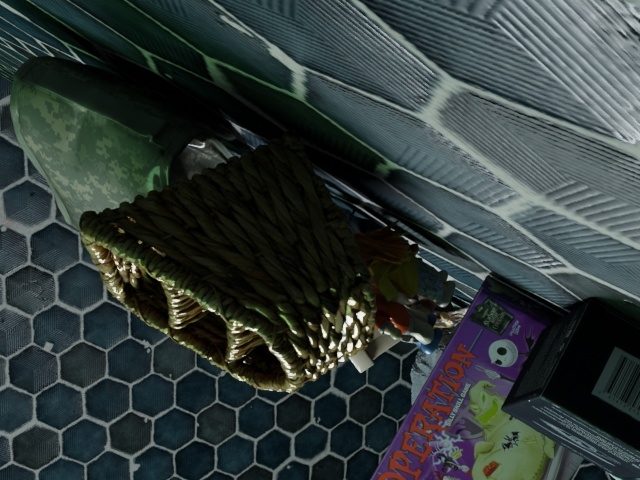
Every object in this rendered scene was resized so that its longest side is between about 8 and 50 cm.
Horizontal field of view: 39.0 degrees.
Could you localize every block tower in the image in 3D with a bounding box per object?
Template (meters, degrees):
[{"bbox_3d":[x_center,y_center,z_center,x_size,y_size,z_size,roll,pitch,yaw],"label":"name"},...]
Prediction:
[{"bbox_3d":[0.069,0.120,1.673,0.091,0.097,0.335,52,-172,-16],"label":"block tower"}]

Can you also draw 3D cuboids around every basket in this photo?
[{"bbox_3d":[-0.089,0.064,0.916,0.214,0.223,0.299,63,166,11],"label":"basket"}]

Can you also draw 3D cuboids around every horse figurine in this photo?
[{"bbox_3d":[0.145,0.080,1.572,0.263,0.066,0.174,32,171,0],"label":"horse figurine"}]

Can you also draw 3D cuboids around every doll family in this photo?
[{"bbox_3d":[0.062,0.011,1.089,0.163,0.118,0.263,24,-162,-29],"label":"doll family"}]

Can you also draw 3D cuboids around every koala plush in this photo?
[{"bbox_3d":[0.305,0.242,1.727,0.221,0.203,0.196,-21,-158,-33],"label":"koala plush"}]

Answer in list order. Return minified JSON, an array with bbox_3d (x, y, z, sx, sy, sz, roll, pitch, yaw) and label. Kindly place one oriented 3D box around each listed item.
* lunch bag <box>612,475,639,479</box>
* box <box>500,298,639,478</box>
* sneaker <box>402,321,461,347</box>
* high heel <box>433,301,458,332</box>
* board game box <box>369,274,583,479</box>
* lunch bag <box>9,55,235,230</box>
[{"bbox_3d":[0.520,0.323,1.248,0.223,0.160,0.262,30,171,-25],"label":"lunch bag"},{"bbox_3d":[0.287,0.156,0.908,0.153,0.108,0.207,30,169,6],"label":"box"},{"bbox_3d":[0.241,0.180,1.980,0.330,0.130,0.147,35,-171,-29],"label":"sneaker"},{"bbox_3d":[0.228,0.161,1.751,0.186,0.093,0.261,35,172,42],"label":"high heel"},{"bbox_3d":[0.214,0.236,1.112,0.208,0.347,0.056,30,-154,12],"label":"board game box"},{"bbox_3d":[-0.223,-0.095,1.100,0.235,0.169,0.287,27,157,18],"label":"lunch bag"}]
